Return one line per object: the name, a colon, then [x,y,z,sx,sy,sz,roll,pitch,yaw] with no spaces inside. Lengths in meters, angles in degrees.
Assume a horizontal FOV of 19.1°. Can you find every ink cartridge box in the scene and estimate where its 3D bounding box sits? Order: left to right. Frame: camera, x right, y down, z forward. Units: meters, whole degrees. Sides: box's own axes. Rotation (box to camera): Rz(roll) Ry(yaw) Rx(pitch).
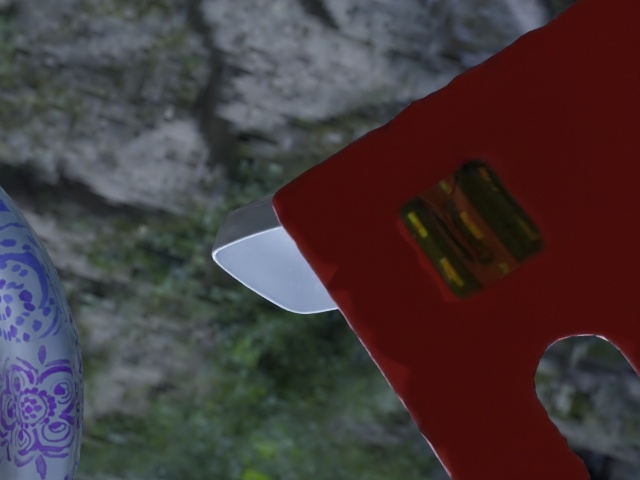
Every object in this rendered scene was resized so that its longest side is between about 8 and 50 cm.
ink cartridge box: [0.208,-0.026,0.477,0.308,0.385,0.091,56,178,29]

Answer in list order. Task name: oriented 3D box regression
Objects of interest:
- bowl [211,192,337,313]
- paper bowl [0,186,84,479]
bowl: [0.000,0.000,1.501,0.142,0.053,0.142,-16,148,30]
paper bowl: [-0.243,0.070,0.806,0.284,0.284,0.148,18,178,-6]
